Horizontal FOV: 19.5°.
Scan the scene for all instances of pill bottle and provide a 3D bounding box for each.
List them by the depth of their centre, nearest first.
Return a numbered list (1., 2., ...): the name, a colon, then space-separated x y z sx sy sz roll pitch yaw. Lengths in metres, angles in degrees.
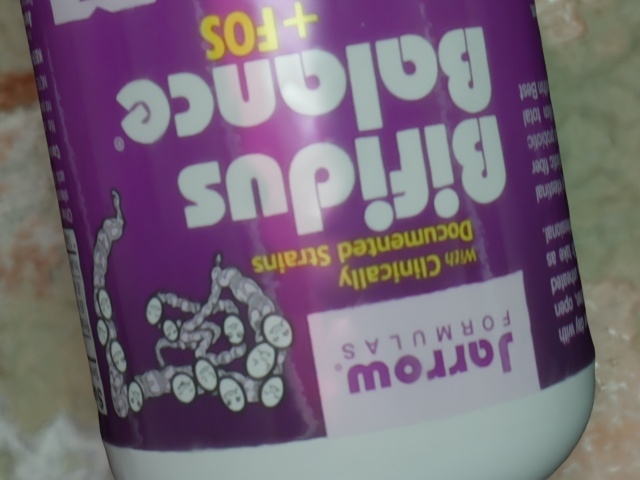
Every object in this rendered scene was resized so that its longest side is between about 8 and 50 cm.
1. pill bottle: 0.000 0.000 0.624 0.169 0.169 0.301 -10 94 8
